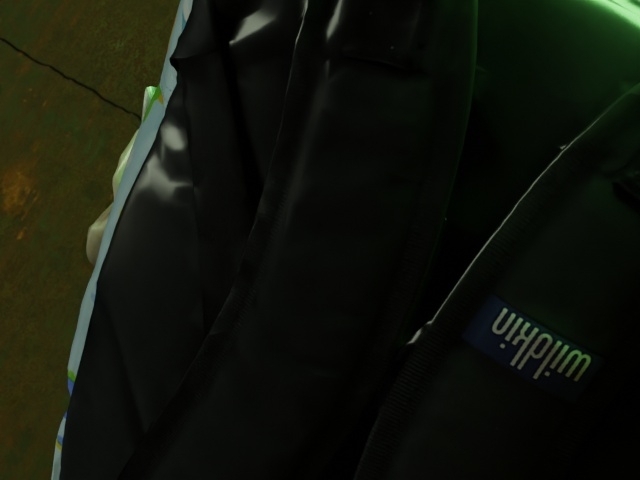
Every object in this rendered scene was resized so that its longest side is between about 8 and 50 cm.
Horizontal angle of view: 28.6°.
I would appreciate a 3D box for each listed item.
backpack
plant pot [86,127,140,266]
[{"bbox_3d":[0.035,0.059,0.516,0.273,0.290,0.356,-27,-39,-78],"label":"backpack"},{"bbox_3d":[0.000,0.000,0.987,0.334,0.305,0.334,-59,0,0],"label":"plant pot"}]
